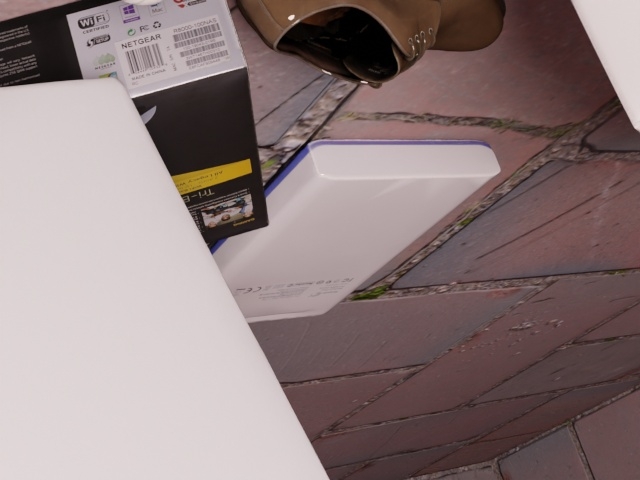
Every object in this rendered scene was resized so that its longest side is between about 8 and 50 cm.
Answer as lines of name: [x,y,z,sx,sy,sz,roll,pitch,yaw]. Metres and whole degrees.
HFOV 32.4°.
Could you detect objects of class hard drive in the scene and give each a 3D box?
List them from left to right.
hard drive: [0.000,0.000,1.086,0.210,0.040,0.318,-4,155,-35]

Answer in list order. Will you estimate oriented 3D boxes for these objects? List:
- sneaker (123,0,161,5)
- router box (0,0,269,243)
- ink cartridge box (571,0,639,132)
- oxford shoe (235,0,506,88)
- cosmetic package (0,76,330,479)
sneaker: [-0.089,-0.198,0.478,0.121,0.079,0.217,1,144,-35]
router box: [-0.195,-0.047,0.746,0.308,0.081,0.243,-16,159,-6]
ink cartridge box: [0.243,-0.146,0.667,0.131,0.226,0.306,-30,155,24]
oxford shoe: [0.040,-0.135,0.706,0.227,0.096,0.083,-3,153,-39]
cosmetic package: [-0.250,0.169,0.577,0.327,0.329,0.393,-15,161,-46]
